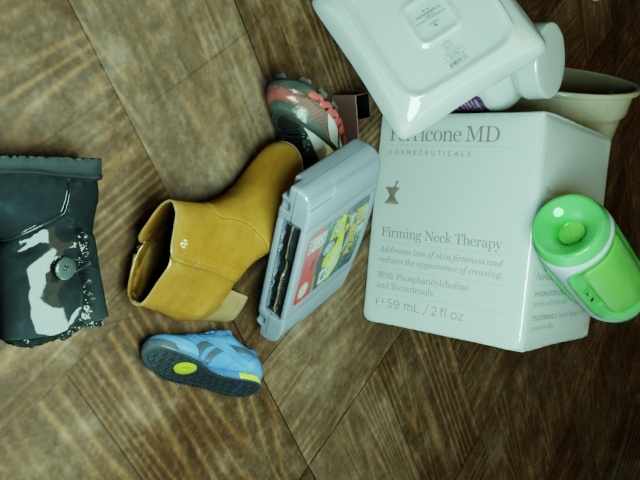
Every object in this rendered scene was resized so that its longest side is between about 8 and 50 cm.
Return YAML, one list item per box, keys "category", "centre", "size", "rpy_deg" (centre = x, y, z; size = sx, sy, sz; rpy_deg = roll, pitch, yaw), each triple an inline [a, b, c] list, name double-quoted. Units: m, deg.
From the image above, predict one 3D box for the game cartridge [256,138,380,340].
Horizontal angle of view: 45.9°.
- category: "game cartridge"
  centre: [0.000, 0.000, 1.118]
  size: [0.196, 0.060, 0.294]
  rpy_deg: [-42, 155, -43]

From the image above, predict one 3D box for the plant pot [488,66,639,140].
- category: "plant pot"
  centre: [0.504, -0.212, 1.685]
  size: [0.334, 0.334, 0.305]
  rpy_deg: [-25, 126, -48]

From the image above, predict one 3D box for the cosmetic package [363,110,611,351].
- category: "cosmetic package"
  centre: [0.316, -0.026, 1.427]
  size: [0.328, 0.330, 0.393]
  rpy_deg: [1, 94, -51]

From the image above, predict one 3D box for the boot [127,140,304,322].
- category: "boot"
  centre: [-0.134, -0.029, 1.015]
  size: [0.211, 0.104, 0.295]
  rpy_deg: [32, 79, -61]

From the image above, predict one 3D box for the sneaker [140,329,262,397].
- category: "sneaker"
  centre: [-0.167, 0.159, 1.066]
  size: [0.209, 0.069, 0.082]
  rpy_deg: [28, 41, -42]

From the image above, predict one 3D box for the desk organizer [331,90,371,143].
- category: "desk organizer"
  centre: [0.056, -0.188, 1.291]
  size: [0.047, 0.050, 0.130]
  rpy_deg: [-23, 114, -48]

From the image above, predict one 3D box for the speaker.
- category: "speaker"
  centre: [0.449, 0.038, 1.241]
  size: [0.296, 0.131, 0.131]
  rpy_deg: [37, 67, -47]

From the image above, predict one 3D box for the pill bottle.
- category: "pill bottle"
  centre: [0.261, -0.312, 1.328]
  size: [0.169, 0.302, 0.169]
  rpy_deg: [-14, 108, -51]

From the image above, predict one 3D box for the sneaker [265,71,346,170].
- category: "sneaker"
  centre: [-0.014, -0.129, 1.172]
  size: [0.135, 0.098, 0.276]
  rpy_deg: [-62, 140, -28]

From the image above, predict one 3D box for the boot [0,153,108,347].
- category: "boot"
  centre: [-0.326, 0.013, 0.795]
  size: [0.247, 0.094, 0.207]
  rpy_deg: [-7, 98, -58]

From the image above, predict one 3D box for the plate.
- category: "plate"
  centre: [0.170, -0.342, 1.179]
  size: [0.278, 0.277, 0.045]
  rpy_deg: [58, 1, 3]
